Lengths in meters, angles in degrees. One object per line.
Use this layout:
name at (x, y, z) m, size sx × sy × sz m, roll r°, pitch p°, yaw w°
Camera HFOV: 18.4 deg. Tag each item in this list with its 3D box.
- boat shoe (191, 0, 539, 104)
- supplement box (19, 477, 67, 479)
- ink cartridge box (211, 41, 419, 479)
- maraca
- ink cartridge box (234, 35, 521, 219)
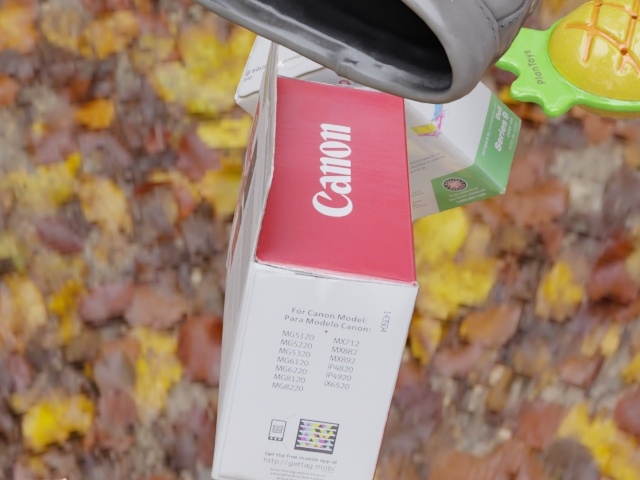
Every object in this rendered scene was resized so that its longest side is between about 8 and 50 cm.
boat shoe at (-0.069, -0.156, 0.803) m, size 0.335 × 0.112 × 0.095 m, roll 22°, pitch 58°, yaw 4°
supplement box at (-0.284, 0.248, 1.439) m, size 0.233 × 0.080 × 0.078 m, roll -22°, pitch 93°, yaw -40°
ink cartridge box at (0.000, 0.000, 1.564) m, size 0.130 × 0.272 × 0.309 m, roll 8°, pitch 32°, yaw -5°
maraca at (0.241, -0.154, 1.685) m, size 0.186 × 0.099 × 0.127 m, roll -10°, pitch 47°, yaw -14°
ink cartridge box at (0.053, -0.117, 1.767) m, size 0.212 × 0.154 × 0.093 m, roll 38°, pitch 53°, yaw -32°
